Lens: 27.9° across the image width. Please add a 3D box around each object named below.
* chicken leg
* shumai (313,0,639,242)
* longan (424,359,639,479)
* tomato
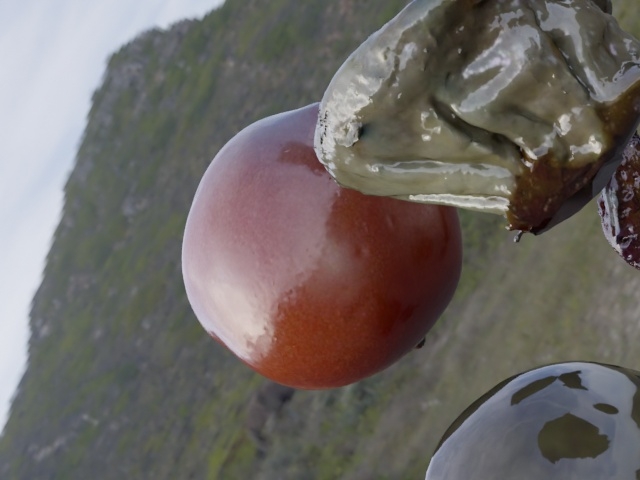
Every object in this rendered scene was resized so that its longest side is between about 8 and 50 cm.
[{"bbox_3d":[0.350,-0.030,1.424,0.053,0.093,0.205,-27,-72,-59],"label":"chicken leg"},{"bbox_3d":[0.101,-0.063,0.708,0.201,0.120,0.201,-26,-17,-8],"label":"shumai"},{"bbox_3d":[0.174,0.204,0.865,0.248,0.248,0.248,-63,-2,-4],"label":"longan"},{"bbox_3d":[0.000,0.000,1.420,0.321,0.322,0.321,-63,-2,-4],"label":"tomato"}]
